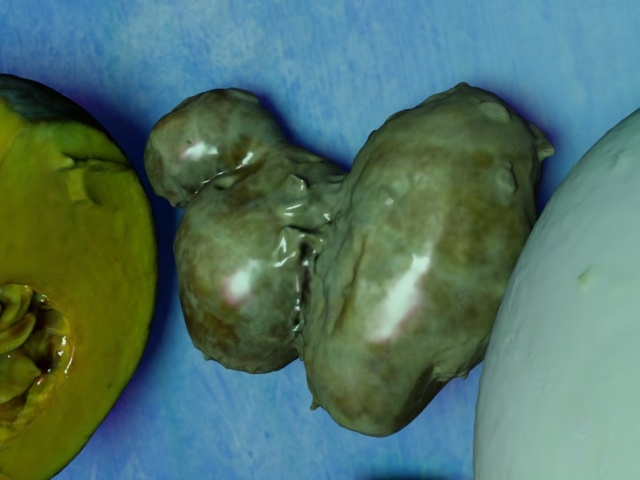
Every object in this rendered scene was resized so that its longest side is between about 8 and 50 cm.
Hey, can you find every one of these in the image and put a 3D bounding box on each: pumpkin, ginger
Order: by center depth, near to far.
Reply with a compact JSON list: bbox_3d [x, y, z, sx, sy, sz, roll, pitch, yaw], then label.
[{"bbox_3d":[0.000,0.000,0.698,0.304,0.155,0.244,9,85,24],"label":"ginger"},{"bbox_3d":[-0.266,0.020,0.747,0.225,0.256,0.303,20,139,29],"label":"pumpkin"}]

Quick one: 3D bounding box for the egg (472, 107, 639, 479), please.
[{"bbox_3d":[0.239,0.082,0.532,0.354,0.354,0.339,-26,73,23],"label":"egg"}]
